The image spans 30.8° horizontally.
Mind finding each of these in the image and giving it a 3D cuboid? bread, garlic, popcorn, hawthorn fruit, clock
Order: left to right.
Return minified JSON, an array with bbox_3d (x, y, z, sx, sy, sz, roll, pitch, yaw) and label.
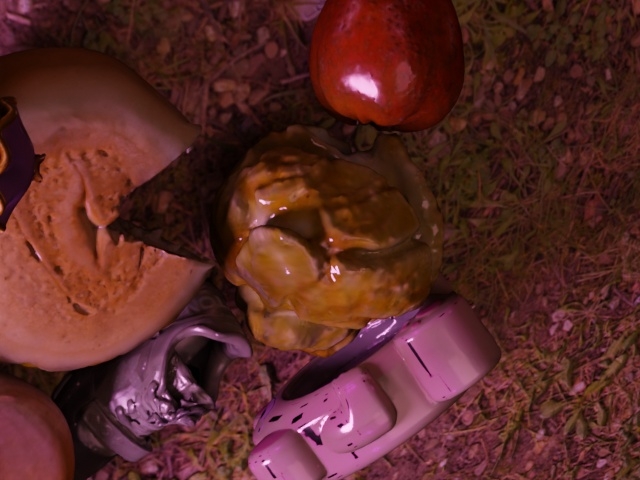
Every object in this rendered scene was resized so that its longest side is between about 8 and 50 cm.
[{"bbox_3d":[-0.400,0.249,1.164,0.286,0.249,0.313,-11,122,-1],"label":"garlic"},{"bbox_3d":[-0.265,-0.031,1.149,0.333,0.160,0.333,-11,115,-25],"label":"bread"},{"bbox_3d":[-0.005,0.005,1.288,0.225,0.276,0.276,-38,128,-33],"label":"popcorn"},{"bbox_3d":[0.055,0.170,1.365,0.309,0.284,0.114,-35,97,2],"label":"clock"},{"bbox_3d":[0.070,-0.206,1.266,0.189,0.189,0.189,-13,118,-25],"label":"hawthorn fruit"}]

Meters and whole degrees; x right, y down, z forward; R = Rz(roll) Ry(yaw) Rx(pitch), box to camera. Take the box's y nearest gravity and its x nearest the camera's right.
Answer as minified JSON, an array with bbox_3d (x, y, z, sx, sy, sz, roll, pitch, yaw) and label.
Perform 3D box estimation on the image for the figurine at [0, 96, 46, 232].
[{"bbox_3d":[-0.358,-0.072,0.941,0.264,0.142,0.189,-4,137,-7],"label":"figurine"}]

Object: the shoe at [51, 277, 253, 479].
[{"bbox_3d":[-0.194,0.177,1.295,0.293,0.149,0.109,-50,128,-3],"label":"shoe"}]
